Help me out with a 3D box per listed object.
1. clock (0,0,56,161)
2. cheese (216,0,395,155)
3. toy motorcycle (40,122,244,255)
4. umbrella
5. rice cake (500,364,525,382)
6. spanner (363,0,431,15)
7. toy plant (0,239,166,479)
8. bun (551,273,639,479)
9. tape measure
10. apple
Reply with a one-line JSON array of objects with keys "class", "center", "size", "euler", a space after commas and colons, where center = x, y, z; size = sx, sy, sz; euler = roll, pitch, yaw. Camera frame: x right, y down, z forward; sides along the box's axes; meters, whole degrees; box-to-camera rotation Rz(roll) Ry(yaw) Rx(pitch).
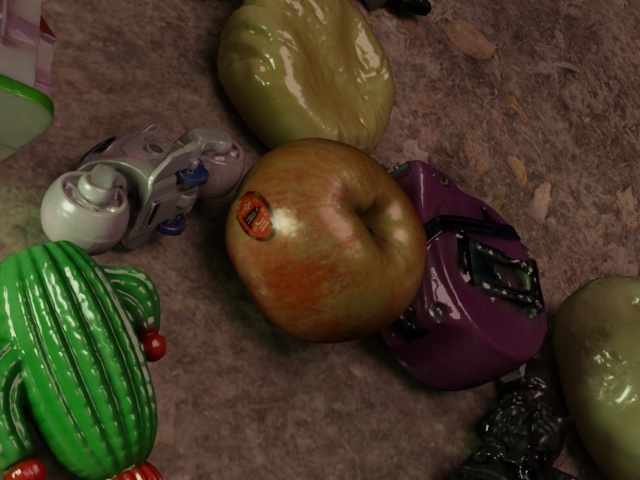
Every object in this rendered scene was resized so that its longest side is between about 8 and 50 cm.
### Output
[{"class": "clock", "center": [-0.328, -0.238, 0.816], "size": [0.235, 0.166, 0.309], "euler": [22, 57, -41]}, {"class": "cheese", "center": [-0.013, -0.185, 1.210], "size": [0.214, 0.117, 0.226], "euler": [-36, 99, -49]}, {"class": "toy motorcycle", "center": [-0.165, -0.057, 0.954], "size": [0.112, 0.112, 0.254], "euler": [59, 34, 0]}, {"class": "umbrella", "center": [0.243, 0.255, 1.192], "size": [0.154, 0.128, 0.336], "euler": [52, 32, -3]}, {"class": "rice cake", "center": [0.241, 0.132, 1.319], "size": [0.171, 0.033, 0.029], "euler": [-63, 133, -69]}, {"class": "spanner", "center": [0.053, -0.382, 1.499], "size": [0.325, 0.040, 0.095], "euler": [13, 55, -45]}, {"class": "toy plant", "center": [-0.188, 0.117, 0.795], "size": [0.155, 0.088, 0.240], "euler": [11, 67, -33]}, {"class": "bun", "center": [0.480, 0.203, 1.435], "size": [0.362, 0.234, 0.326], "euler": [51, 40, 0]}, {"class": "tape measure", "center": [0.150, 0.048, 1.203], "size": [0.245, 0.149, 0.231], "euler": [23, 47, -40]}, {"class": "apple", "center": [0.000, 0.000, 1.042], "size": [0.209, 0.164, 0.209], "euler": [26, 52, -38]}]
